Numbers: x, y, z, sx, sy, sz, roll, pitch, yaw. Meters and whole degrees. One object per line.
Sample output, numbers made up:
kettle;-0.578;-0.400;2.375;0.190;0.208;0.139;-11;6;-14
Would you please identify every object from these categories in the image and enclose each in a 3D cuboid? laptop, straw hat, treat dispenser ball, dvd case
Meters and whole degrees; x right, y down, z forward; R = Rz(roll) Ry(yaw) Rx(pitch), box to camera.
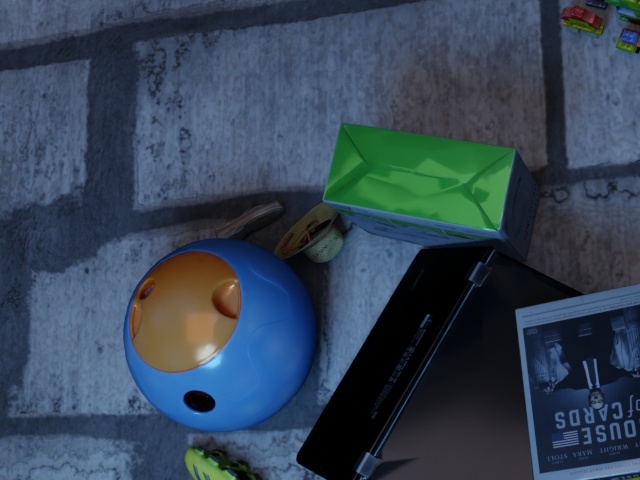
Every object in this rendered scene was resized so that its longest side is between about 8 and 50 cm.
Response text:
laptop;0.206;0.228;1.716;0.236;0.408;0.382;35;80;-14
straw hat;0.000;0.000;1.941;0.144;0.144;0.061;-40;107;7
treat dispenser ball;-0.149;0.140;1.844;0.288;0.288;0.288;-4;77;19
dvd case;0.340;0.180;1.532;0.179;0.029;0.238;-14;60;21

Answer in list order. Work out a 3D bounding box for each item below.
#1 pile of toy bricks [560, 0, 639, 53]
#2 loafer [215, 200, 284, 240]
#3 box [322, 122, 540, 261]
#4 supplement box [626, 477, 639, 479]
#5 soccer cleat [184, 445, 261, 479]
pile of toy bricks;0.469;-0.344;1.828;0.212;0.105;0.118;20;86;22
loafer;-0.119;-0.034;2.005;0.125;0.045;0.039;-32;63;14
box;0.168;-0.064;1.807;0.262;0.231;0.126;10;83;21
supplement box;0.437;0.358;1.577;0.194;0.195;0.356;31;79;-18
soccer cleat;-0.114;0.423;1.879;0.289;0.093;0.121;36;99;23
